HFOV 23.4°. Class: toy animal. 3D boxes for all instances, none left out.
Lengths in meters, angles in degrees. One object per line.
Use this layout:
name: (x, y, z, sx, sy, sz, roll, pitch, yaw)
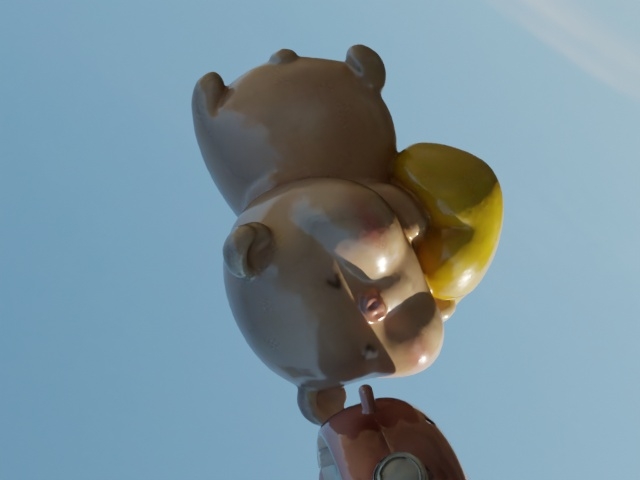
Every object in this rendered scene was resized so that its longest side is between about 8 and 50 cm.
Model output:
toy animal: (0.018, -0.008, 1.464, 0.247, 0.277, 0.345, -45, -61, -58)

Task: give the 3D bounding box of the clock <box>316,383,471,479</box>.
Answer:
clock: (0.084, 0.246, 1.385, 0.241, 0.142, 0.227, 81, 171, -62)
